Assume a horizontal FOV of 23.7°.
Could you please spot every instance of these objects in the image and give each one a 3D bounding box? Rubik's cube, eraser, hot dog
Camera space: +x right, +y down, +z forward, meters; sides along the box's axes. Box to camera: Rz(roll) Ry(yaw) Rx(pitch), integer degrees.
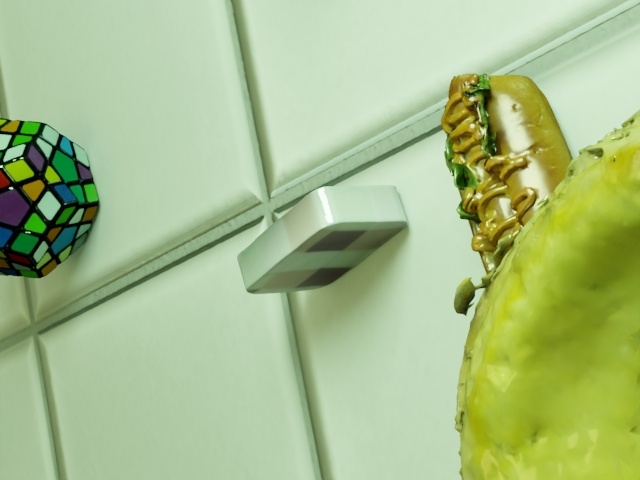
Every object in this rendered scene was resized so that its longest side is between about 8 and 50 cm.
[{"bbox_3d":[-0.243,-0.033,1.217,0.112,0.133,0.133,37,128,14],"label":"Rubik's cube"},{"bbox_3d":[0.000,0.000,0.910,0.105,0.065,0.026,-40,62,50],"label":"eraser"},{"bbox_3d":[0.105,-0.002,0.767,0.072,0.055,0.188,-45,57,46],"label":"hot dog"}]

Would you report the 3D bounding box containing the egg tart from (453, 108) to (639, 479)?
[{"bbox_3d":[0.186,0.088,0.547,0.315,0.120,0.315,14,109,45],"label":"egg tart"}]
